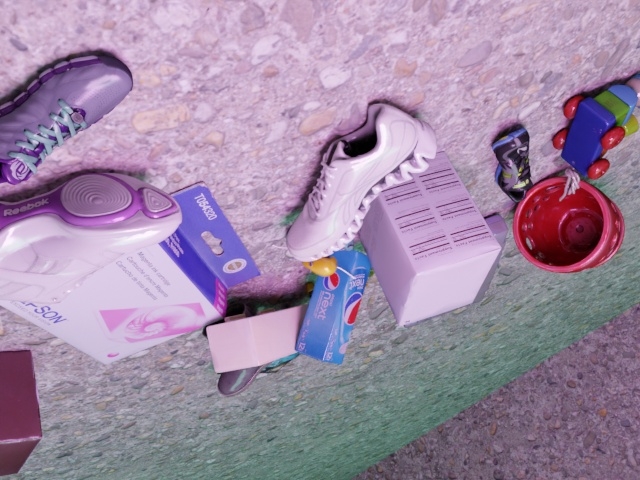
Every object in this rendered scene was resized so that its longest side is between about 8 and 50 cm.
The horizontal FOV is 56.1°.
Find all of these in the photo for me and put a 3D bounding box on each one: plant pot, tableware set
[{"bbox_3d":[0.517,-0.024,1.238,0.191,0.191,0.174,-40,151,28],"label":"plant pot"},{"bbox_3d":[0.038,0.096,1.270,0.154,0.024,0.104,-7,147,-25],"label":"tableware set"}]

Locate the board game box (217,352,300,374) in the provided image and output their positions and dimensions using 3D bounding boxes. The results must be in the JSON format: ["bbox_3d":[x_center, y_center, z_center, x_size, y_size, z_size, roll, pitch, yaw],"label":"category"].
[{"bbox_3d":[-0.143,0.283,1.447,0.186,0.026,0.126,11,136,-45],"label":"board game box"}]

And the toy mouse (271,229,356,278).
[{"bbox_3d":[0.000,0.000,1.030,0.160,0.031,0.143,12,120,-3],"label":"toy mouse"}]

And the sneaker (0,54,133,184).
[{"bbox_3d":[-0.292,-0.108,0.634,0.223,0.098,0.083,-26,151,6],"label":"sneaker"}]

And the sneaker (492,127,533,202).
[{"bbox_3d":[0.347,-0.129,1.057,0.067,0.078,0.188,-25,150,4],"label":"sneaker"}]

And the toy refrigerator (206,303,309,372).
[{"bbox_3d":[-0.089,0.175,1.160,0.102,0.094,0.269,-16,174,30],"label":"toy refrigerator"}]

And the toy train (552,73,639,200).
[{"bbox_3d":[0.504,-0.179,1.078,0.143,0.105,0.248,-33,152,-9],"label":"toy train"}]

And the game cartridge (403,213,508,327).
[{"bbox_3d":[0.296,0.079,1.386,0.230,0.068,0.355,-23,151,-8],"label":"game cartridge"}]

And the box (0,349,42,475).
[{"bbox_3d":[-0.606,0.302,1.017,0.203,0.169,0.167,6,139,-39],"label":"box"}]

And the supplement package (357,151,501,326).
[{"bbox_3d":[0.173,0.000,1.023,0.149,0.203,0.194,-16,150,-11],"label":"supplement package"}]

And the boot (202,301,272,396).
[{"bbox_3d":[-0.183,0.232,1.254,0.190,0.076,0.208,-46,150,-4],"label":"boot"}]

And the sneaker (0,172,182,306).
[{"bbox_3d":[-0.323,0.004,0.770,0.304,0.114,0.152,-11,136,-3],"label":"sneaker"}]

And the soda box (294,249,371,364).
[{"bbox_3d":[0.027,0.119,1.126,0.071,0.210,0.067,13,174,37],"label":"soda box"}]

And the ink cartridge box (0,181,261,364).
[{"bbox_3d":[-0.279,0.074,0.973,0.329,0.072,0.324,-21,150,0],"label":"ink cartridge box"}]

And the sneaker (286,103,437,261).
[{"bbox_3d":[0.034,-0.086,0.903,0.118,0.110,0.292,23,120,-42],"label":"sneaker"}]
